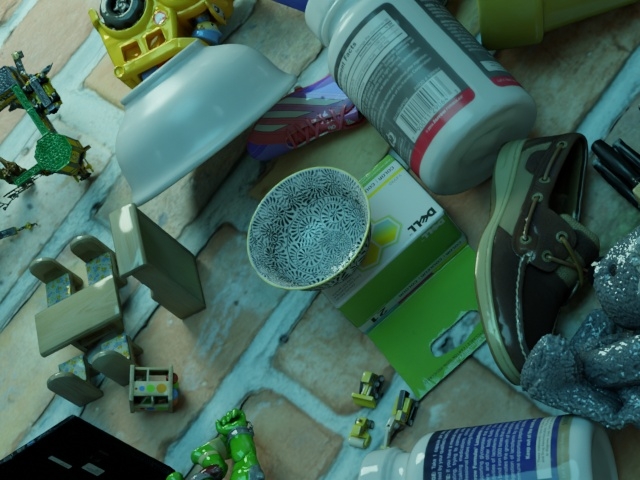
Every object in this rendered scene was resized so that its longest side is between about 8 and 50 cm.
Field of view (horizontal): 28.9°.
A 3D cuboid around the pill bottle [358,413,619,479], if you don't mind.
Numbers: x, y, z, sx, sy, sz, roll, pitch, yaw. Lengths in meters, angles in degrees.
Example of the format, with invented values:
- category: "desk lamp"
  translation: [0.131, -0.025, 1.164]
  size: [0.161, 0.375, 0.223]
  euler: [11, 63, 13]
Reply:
- category: "pill bottle"
  translation: [0.185, 0.279, 1.370]
  size: [0.265, 0.153, 0.153]
  euler: [-11, 59, 23]

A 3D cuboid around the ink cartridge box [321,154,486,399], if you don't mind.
- category: "ink cartridge box"
  translation: [0.106, 0.042, 1.583]
  size: [0.189, 0.097, 0.255]
  euler: [-42, 51, 2]

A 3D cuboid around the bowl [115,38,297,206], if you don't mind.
- category: "bowl"
  translation: [-0.186, -0.189, 1.751]
  size: [0.298, 0.134, 0.298]
  euler: [-36, 11, 8]

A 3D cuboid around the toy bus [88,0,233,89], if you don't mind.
- category: "toy bus"
  translation: [-0.226, -0.310, 1.948]
  size: [0.220, 0.149, 0.211]
  euler: [-25, 67, 12]

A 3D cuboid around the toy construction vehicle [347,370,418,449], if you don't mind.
- category: "toy construction vehicle"
  translation: [0.071, 0.212, 1.545]
  size: [0.086, 0.035, 0.098]
  euler: [10, 69, 34]

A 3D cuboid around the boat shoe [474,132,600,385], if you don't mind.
- category: "boat shoe"
  translation: [0.270, 0.009, 1.478]
  size: [0.123, 0.123, 0.342]
  euler: [-13, 46, 32]

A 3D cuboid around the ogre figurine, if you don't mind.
- category: "ogre figurine"
  translation: [-0.139, 0.321, 1.566]
  size: [0.197, 0.097, 0.118]
  euler: [-38, 39, -9]

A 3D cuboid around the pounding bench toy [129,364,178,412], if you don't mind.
- category: "pounding bench toy"
  translation: [-0.228, 0.210, 1.707]
  size: [0.065, 0.083, 0.052]
  euler: [1, 62, -6]

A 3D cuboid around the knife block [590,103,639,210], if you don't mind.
- category: "knife block"
  translation: [0.423, -0.034, 1.456]
  size: [0.242, 0.088, 0.275]
  euler: [-3, 63, 29]

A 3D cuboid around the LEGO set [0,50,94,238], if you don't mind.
- category: "LEGO set"
  translation: [-0.519, -0.128, 2.013]
  size: [0.331, 0.192, 0.255]
  euler: [-43, 81, 5]

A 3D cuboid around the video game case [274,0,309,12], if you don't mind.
- category: "video game case"
  translation: [-0.047, -0.484, 1.902]
  size: [0.269, 0.061, 0.244]
  euler: [20, 71, 0]

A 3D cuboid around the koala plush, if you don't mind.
- category: "koala plush"
  translation: [0.354, 0.079, 1.327]
  size: [0.203, 0.196, 0.221]
  euler: [20, 107, 29]

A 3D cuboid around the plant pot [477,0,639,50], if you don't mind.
- category: "plant pot"
  translation: [0.317, -0.389, 1.630]
  size: [0.239, 0.254, 0.254]
  euler: [-7, 59, 8]

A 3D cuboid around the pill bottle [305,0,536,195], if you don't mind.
- category: "pill bottle"
  translation: [0.120, -0.225, 1.635]
  size: [0.176, 0.176, 0.318]
  euler: [-40, 65, 4]

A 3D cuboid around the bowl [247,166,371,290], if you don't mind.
- category: "bowl"
  translation: [0.000, 0.000, 1.554]
  size: [0.170, 0.080, 0.170]
  euler: [-13, 59, 22]

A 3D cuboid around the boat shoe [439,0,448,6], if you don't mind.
- category: "boat shoe"
  translation: [0.160, -0.464, 1.798]
  size: [0.122, 0.120, 0.324]
  euler: [-16, 49, 62]

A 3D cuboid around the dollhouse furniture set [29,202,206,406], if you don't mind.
- category: "dollhouse furniture set"
  translation: [-0.312, 0.076, 1.755]
  size: [0.242, 0.161, 0.212]
  euler: [-27, 54, 13]

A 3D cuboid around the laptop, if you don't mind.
- category: "laptop"
  translation: [-0.371, 0.284, 1.625]
  size: [0.264, 0.234, 0.136]
  euler: [-33, 53, 10]

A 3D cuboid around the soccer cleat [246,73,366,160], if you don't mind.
- category: "soccer cleat"
  translation: [0.005, -0.182, 1.779]
  size: [0.248, 0.083, 0.095]
  euler: [-34, 57, 5]
